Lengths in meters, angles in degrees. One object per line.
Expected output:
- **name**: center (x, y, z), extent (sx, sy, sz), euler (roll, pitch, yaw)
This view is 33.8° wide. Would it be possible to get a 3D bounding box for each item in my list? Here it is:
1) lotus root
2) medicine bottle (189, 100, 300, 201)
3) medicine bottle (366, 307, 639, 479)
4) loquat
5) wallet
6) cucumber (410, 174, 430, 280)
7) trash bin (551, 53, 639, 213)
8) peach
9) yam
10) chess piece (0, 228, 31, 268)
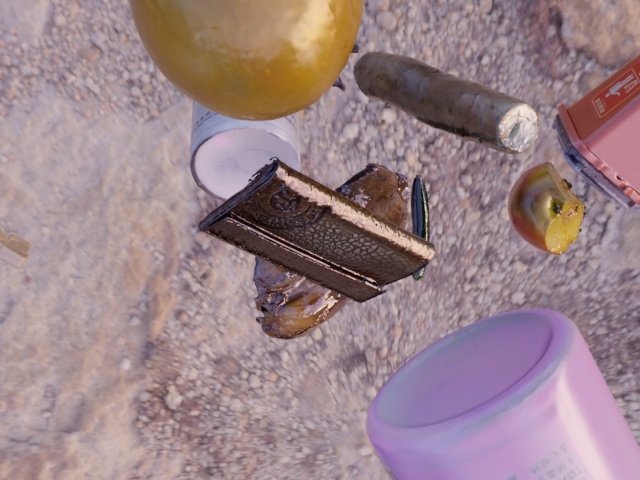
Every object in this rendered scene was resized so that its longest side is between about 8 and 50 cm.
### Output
- **lotus root**: center (0.041, 0.012, 1.396), extent (0.078, 0.167, 0.329), euler (17, 42, 33)
- **medicine bottle**: center (-0.133, -0.245, 1.875), extent (0.190, 0.190, 0.332), euler (-5, 49, 2)
- **medicine bottle**: center (0.174, 0.216, 0.811), extent (0.178, 0.178, 0.291), euler (-30, 104, -3)
- **loquat**: center (-0.061, -0.229, 0.999), extent (0.243, 0.244, 0.244), euler (-1, 79, 3)
- **wallet**: center (0.000, 0.000, 1.166), extent (0.133, 0.243, 0.039), euler (-34, 44, 34)
- **cucumber**: center (0.173, -0.022, 1.834), extent (0.036, 0.033, 0.184), euler (2, 86, 2)
- **trash bin**: center (0.497, -0.178, 1.598), extent (0.184, 0.161, 0.238), euler (38, 115, -22)
- **peach**: center (0.353, -0.057, 1.681), extent (0.118, 0.151, 0.151), euler (11, 78, 34)
- **yam**: center (0.140, -0.173, 1.271), extent (0.067, 0.317, 0.071), euler (19, 98, -36)
- **chess piece**: center (-0.638, -0.016, 1.978), extent (0.200, 0.090, 0.090), euler (31, 82, -11)
